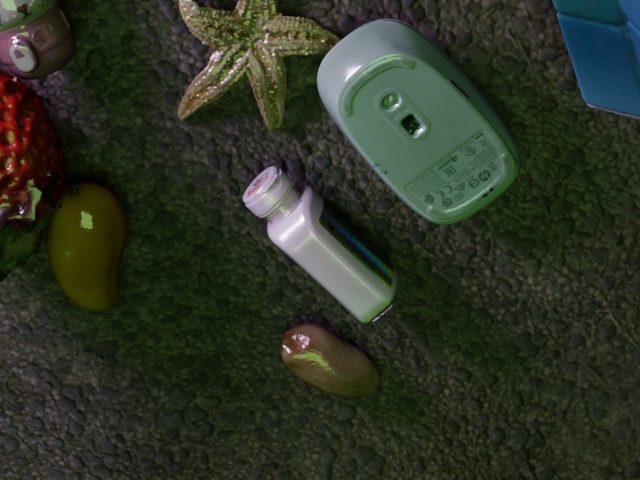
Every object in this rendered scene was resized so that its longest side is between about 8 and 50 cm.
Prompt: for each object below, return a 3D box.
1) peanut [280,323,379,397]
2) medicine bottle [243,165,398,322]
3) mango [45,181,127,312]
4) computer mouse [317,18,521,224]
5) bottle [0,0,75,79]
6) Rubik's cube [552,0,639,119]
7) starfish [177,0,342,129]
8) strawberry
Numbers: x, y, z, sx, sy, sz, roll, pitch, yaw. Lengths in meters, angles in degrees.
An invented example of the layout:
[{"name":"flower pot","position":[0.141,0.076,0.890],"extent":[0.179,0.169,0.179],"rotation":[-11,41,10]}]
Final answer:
[{"name":"peanut","position":[0.012,0.162,1.990],"extent":[0.152,0.076,0.076],"rotation":[31,112,-20]},{"name":"medicine bottle","position":[0.000,0.000,1.888],"extent":[0.078,0.115,0.219],"rotation":[-41,108,19]},{"name":"mango","position":[-0.295,0.008,1.915],"extent":[0.102,0.085,0.184],"rotation":[1,126,-3]},{"name":"computer mouse","position":[0.116,-0.147,1.830],"extent":[0.159,0.097,0.288],"rotation":[-38,121,15]},{"name":"bottle","position":[-0.368,-0.306,1.742],"extent":[0.120,0.120,0.253],"rotation":[-21,113,10]},{"name":"Rubik's cube","position":[0.438,-0.288,1.630],"extent":[0.358,0.368,0.387],"rotation":[21,156,34]},{"name":"starfish","position":[-0.077,-0.239,1.818],"extent":[0.236,0.062,0.277],"rotation":[25,109,-17]},{"name":"strawberry","position":[-0.436,-0.100,1.789],"extent":[0.250,0.238,0.288],"rotation":[-44,86,-6]}]
